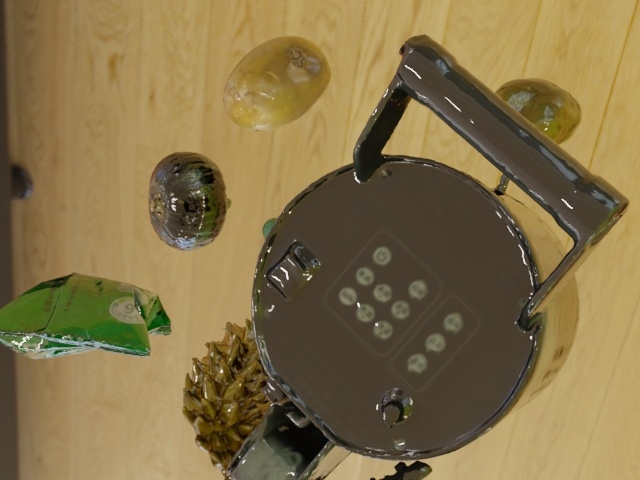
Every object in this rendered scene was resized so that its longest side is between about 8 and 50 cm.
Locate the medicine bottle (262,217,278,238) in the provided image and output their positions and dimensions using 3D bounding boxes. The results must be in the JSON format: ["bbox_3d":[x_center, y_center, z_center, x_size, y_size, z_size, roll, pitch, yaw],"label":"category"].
[{"bbox_3d":[0.000,0.000,1.696,0.261,0.064,0.094,12,102,43],"label":"medicine bottle"}]

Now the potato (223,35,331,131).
[{"bbox_3d":[-0.085,-0.298,1.890,0.146,0.234,0.150,-4,121,52],"label":"potato"}]

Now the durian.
[{"bbox_3d":[-0.039,0.151,1.119,0.112,0.341,0.191,-44,74,28],"label":"durian"}]

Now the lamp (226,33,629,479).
[{"bbox_3d":[0.090,0.040,0.754,0.205,0.272,0.374,43,121,17],"label":"lamp"}]

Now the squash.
[{"bbox_3d":[-0.258,-0.077,1.935,0.193,0.156,0.193,37,145,31],"label":"squash"}]

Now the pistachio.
[{"bbox_3d":[0.301,-0.174,1.397,0.110,0.189,0.100,20,116,44],"label":"pistachio"}]

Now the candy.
[{"bbox_3d":[-0.215,0.068,0.894,0.141,0.203,0.078,-5,94,-3],"label":"candy"}]
